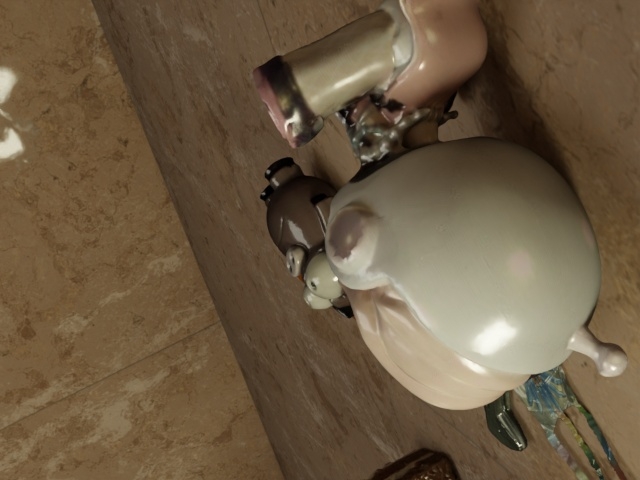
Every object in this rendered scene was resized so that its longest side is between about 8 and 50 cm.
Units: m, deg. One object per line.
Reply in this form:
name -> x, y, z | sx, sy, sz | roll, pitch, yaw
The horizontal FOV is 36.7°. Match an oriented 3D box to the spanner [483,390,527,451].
spanner -> 0.171, 0.129, 1.241 | 0.325, 0.026, 0.093 | 58, 164, 27

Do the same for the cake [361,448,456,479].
cake -> 0.151, 0.416, 1.553 | 0.134, 0.135, 0.147 | 66, 169, -8

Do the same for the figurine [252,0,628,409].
figurine -> 0.102, -0.032, 0.829 | 0.211, 0.253, 0.361 | -21, 87, 58

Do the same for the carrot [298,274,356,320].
carrot -> 0.024, 0.082, 1.573 | 0.256, 0.061, 0.061 | 45, 155, 44

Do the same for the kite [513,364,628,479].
kite -> 0.261, 0.183, 1.052 | 0.310, 0.015, 0.169 | 56, 161, 28

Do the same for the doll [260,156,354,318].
doll -> 0.001, -0.002, 1.405 | 0.257, 0.117, 0.182 | 60, 158, 24
